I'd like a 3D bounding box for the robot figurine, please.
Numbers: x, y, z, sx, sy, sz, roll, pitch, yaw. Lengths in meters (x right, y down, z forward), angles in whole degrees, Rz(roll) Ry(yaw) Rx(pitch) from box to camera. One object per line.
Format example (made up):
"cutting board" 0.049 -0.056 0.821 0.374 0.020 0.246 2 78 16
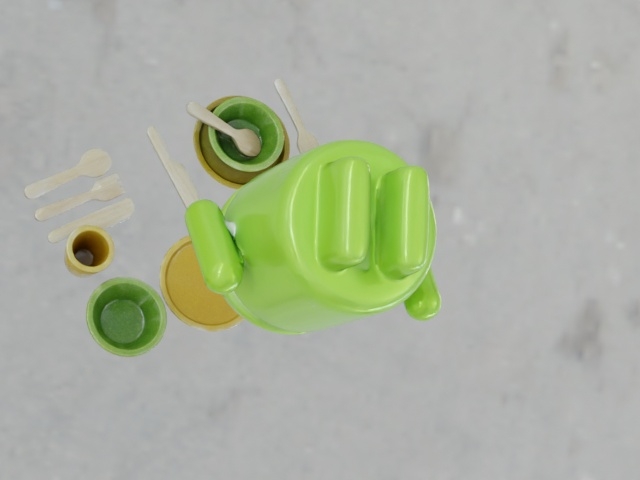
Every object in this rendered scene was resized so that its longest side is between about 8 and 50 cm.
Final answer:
"robot figurine" 0.000 0.000 0.757 0.101 0.115 0.067 6 78 -26

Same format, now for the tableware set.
"tableware set" -0.052 -0.012 0.917 0.154 0.024 0.104 -24 82 -25
